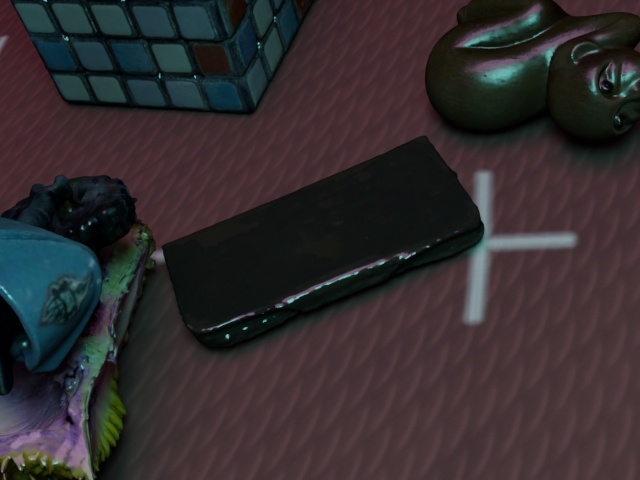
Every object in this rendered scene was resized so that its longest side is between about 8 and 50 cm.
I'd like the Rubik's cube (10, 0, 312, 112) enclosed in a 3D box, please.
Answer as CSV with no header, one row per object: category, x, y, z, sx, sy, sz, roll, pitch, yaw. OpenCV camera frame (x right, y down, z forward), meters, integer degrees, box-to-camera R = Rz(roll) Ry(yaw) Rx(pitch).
Rubik's cube,-0.193,-0.357,1.188,0.293,0.292,0.287,5,51,23

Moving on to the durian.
durian,-0.248,0.115,0.904,0.191,0.112,0.341,-18,37,14

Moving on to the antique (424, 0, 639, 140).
antique,0.226,-0.170,1.007,0.257,0.121,0.143,19,59,32

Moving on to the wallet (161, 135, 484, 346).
wallet,0.000,0.000,0.973,0.309,0.042,0.165,-22,44,-5

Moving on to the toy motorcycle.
toy motorcycle,-0.345,0.052,0.797,0.416,0.172,0.232,-19,28,-8
